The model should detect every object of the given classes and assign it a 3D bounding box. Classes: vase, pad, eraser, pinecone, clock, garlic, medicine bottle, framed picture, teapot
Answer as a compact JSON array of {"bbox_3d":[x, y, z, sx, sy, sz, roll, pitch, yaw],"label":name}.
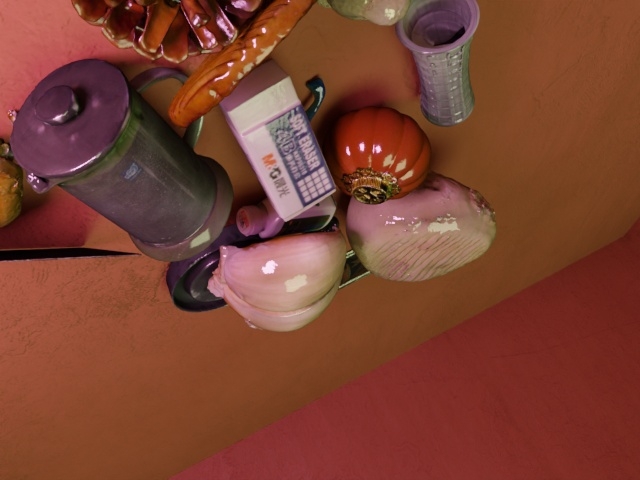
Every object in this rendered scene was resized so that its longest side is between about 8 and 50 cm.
[{"bbox_3d":[0.233,-0.331,1.234,0.143,0.143,0.299,-33,156,2],"label":"vase"},{"bbox_3d":[-0.489,0.024,1.049,0.220,0.004,0.330,4,-176,45],"label":"pad"},{"bbox_3d":[-0.074,-0.169,1.158,0.124,0.081,0.279,-31,137,-5],"label":"eraser"},{"bbox_3d":[-0.165,-0.315,0.700,0.264,0.264,0.264,-25,153,-14],"label":"pinecone"},{"bbox_3d":[-0.226,0.066,1.518,0.280,0.055,0.280,-25,153,-14],"label":"clock"},{"bbox_3d":[-0.068,0.071,1.405,0.313,0.249,0.286,-5,129,-23],"label":"garlic"},{"bbox_3d":[-0.079,-0.055,1.436,0.219,0.078,0.115,-10,160,-39],"label":"medicine bottle"},{"bbox_3d":[0.105,0.077,1.943,0.273,0.016,0.216,-26,154,-11],"label":"framed picture"},{"bbox_3d":[-0.275,-0.139,0.979,0.270,0.200,0.337,-57,153,-9],"label":"teapot"}]

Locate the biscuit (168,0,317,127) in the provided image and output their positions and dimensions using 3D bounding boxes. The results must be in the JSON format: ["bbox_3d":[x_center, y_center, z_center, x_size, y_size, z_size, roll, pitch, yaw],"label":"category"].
[{"bbox_3d":[-0.090,-0.272,0.851,0.318,0.318,0.040,-41,112,19],"label":"biscuit"}]

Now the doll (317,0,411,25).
[{"bbox_3d":[0.100,-0.409,0.898,0.175,0.149,0.278,-13,160,-17],"label":"doll"}]

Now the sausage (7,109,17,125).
[{"bbox_3d":[-0.433,-0.157,0.947,0.015,0.015,0.100,-25,153,-14],"label":"sausage"}]

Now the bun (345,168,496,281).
[{"bbox_3d":[0.240,-0.040,1.588,0.362,0.234,0.326,-2,144,-3],"label":"bun"}]

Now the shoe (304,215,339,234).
[{"bbox_3d":[0.001,-0.001,1.647,0.077,0.074,0.194,-36,163,-48],"label":"shoe"}]

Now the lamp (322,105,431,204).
[{"bbox_3d":[0.113,-0.172,1.309,0.223,0.196,0.223,9,153,5],"label":"lamp"}]

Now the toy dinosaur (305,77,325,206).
[{"bbox_3d":[-0.019,-0.181,1.270,0.188,0.075,0.248,-33,132,10],"label":"toy dinosaur"}]

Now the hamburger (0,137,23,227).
[{"bbox_3d":[-0.520,-0.056,0.907,0.206,0.130,0.183,-15,152,-35],"label":"hamburger"}]
